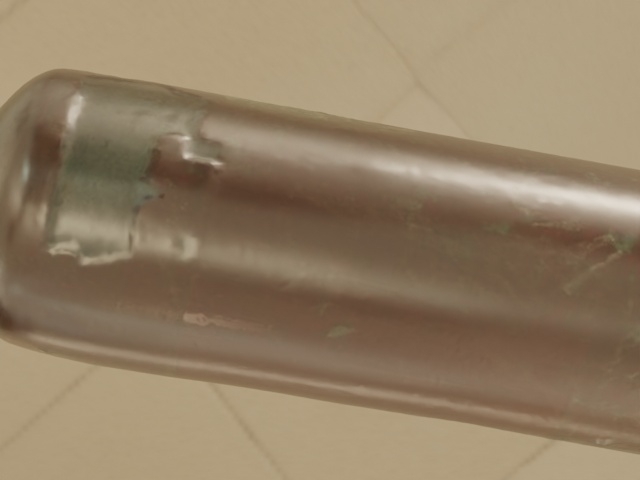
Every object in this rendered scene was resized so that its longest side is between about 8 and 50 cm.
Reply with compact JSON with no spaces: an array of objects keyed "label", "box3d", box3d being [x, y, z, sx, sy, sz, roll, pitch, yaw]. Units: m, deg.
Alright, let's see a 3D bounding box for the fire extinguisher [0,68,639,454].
[{"label":"fire extinguisher","box3d":[0.000,0.000,0.466,0.268,0.089,0.072,10,119,-2]}]
